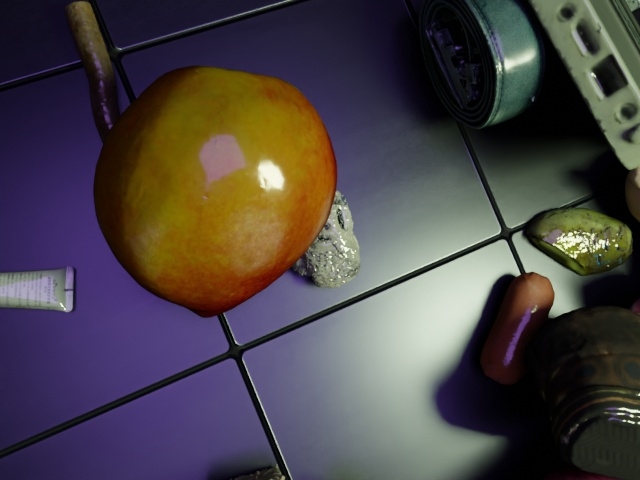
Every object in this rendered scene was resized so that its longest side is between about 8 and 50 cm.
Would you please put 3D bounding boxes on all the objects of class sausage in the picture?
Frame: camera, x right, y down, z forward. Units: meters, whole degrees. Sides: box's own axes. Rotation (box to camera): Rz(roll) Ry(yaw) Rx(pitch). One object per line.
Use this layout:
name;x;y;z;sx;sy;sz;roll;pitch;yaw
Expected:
sausage;0.323;0.141;0.931;0.077;0.077;0.194;27;78;-7

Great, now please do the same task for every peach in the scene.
peach;-0.137;-0.063;0.755;0.308;0.308;0.332;11;94;-10

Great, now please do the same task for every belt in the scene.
belt;0.239;-0.308;0.898;0.116;0.206;0.267;-20;74;-11

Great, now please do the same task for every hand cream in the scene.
hand cream;-0.452;0.069;0.799;0.195;0.042;0.067;1;75;-17

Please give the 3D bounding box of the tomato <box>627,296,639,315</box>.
tomato;0.666;0.146;0.887;0.176;0.335;0.289;-36;94;-37

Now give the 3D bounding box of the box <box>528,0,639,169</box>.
box;0.453;-0.312;0.901;0.367;0.091;0.373;59;37;0

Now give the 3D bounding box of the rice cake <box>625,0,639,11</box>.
rice cake;0.521;-0.509;1.062;0.211;0.043;0.034;40;73;-5

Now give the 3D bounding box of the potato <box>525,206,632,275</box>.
potato;0.460;-0.003;0.987;0.198;0.054;0.119;19;83;-9

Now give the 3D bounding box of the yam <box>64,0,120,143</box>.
yam;-0.318;-0.196;0.854;0.045;0.045;0.326;-16;88;-44

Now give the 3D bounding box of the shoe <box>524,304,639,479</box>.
shoe;0.498;0.223;0.829;0.385;0.237;0.171;9;126;-4

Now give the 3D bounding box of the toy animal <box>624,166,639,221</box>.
toy animal;0.643;-0.056;0.971;0.210;0.230;0.221;-37;136;-40

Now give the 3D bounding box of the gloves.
gloves;0.002;-0.001;0.881;0.115;0.070;0.153;-11;87;-13

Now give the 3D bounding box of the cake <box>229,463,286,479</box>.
cake;-0.086;0.405;0.788;0.135;0.135;0.147;-9;80;-12

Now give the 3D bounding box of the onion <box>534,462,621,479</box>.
onion;0.438;0.509;0.802;0.359;0.345;0.357;-15;113;-38
